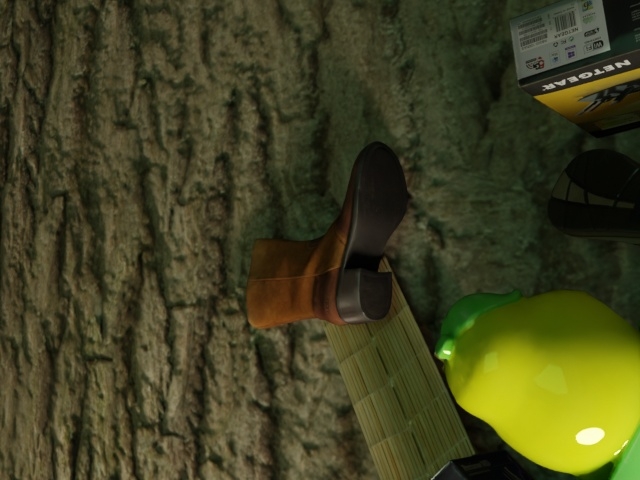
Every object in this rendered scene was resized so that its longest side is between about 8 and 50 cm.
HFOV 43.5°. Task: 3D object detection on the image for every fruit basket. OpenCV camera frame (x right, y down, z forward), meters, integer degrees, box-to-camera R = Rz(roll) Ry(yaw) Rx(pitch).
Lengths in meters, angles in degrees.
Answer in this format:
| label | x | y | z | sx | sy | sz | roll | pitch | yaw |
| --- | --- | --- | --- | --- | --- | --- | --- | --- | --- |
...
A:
| label | x | y | z | sx | sy | sz | roll | pitch | yaw |
| --- | --- | --- | --- | --- | --- | --- | --- | --- | --- |
| fruit basket | 0.301 | 0.161 | 0.799 | 0.392 | 0.283 | 0.391 | 0 | 90 | 23 |

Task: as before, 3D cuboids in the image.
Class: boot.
| label | x | y | z | sx | sy | sz | roll | pitch | yaw |
| --- | --- | --- | --- | --- | --- | --- | --- | --- | --- |
| boot | 0.000 | 0.000 | 1.193 | 0.281 | 0.096 | 0.264 | -8 | 79 | 51 |

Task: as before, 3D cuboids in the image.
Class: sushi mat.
| label | x | y | z | sx | sy | sz | roll | pitch | yaw |
| --- | --- | --- | --- | --- | --- | --- | --- | --- | --- |
| sushi mat | 0.095 | 0.187 | 1.087 | 0.151 | 0.019 | 0.316 | -42 | 51 | 26 |

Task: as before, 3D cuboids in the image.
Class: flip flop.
| label | x | y | z | sx | sy | sz | roll | pitch | yaw |
| --- | --- | --- | --- | --- | --- | --- | --- | --- | --- |
| flip flop | 0.363 | -0.037 | 0.886 | 0.277 | 0.080 | 0.112 | 11 | 73 | 58 |

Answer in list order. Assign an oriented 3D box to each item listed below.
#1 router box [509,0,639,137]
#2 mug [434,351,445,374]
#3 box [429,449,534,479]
| label | x | y | z | sx | sy | sz | roll | pitch | yaw |
| --- | --- | --- | --- | --- | --- | --- | --- | --- | --- |
| router box | 0.386 | -0.203 | 0.816 | 0.309 | 0.243 | 0.080 | -13 | 76 | 36 |
| mug | 0.192 | 0.151 | 1.038 | 0.062 | 0.078 | 0.064 | -41 | 66 | -12 |
| box | 0.218 | 0.355 | 0.919 | 0.207 | 0.153 | 0.108 | 46 | 110 | 31 |
